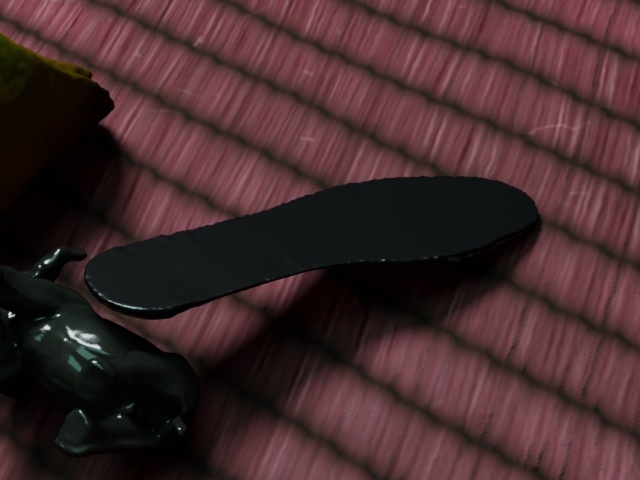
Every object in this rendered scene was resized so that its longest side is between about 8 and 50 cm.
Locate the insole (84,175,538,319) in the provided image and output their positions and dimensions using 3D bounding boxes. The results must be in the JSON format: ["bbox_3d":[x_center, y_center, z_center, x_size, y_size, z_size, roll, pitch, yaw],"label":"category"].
[{"bbox_3d":[0.000,0.000,1.331,0.348,0.009,0.119,-13,35,-28],"label":"insole"}]

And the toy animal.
[{"bbox_3d":[-0.189,0.075,1.276,0.245,0.146,0.114,41,105,17],"label":"toy animal"}]

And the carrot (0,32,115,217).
[{"bbox_3d":[-0.328,-0.086,1.404,0.241,0.241,0.341,20,53,30],"label":"carrot"}]
